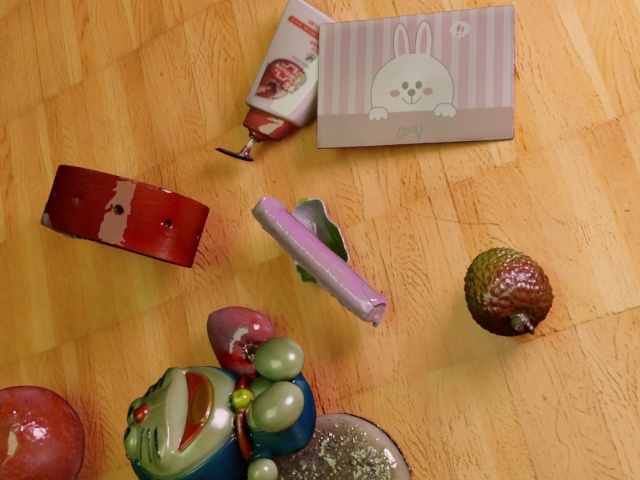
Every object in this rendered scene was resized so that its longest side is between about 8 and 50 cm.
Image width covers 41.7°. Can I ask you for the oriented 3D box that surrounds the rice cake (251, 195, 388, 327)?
[{"bbox_3d":[-0.004,0.027,1.246,0.270,0.049,0.055,44,103,25],"label":"rice cake"}]

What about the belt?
[{"bbox_3d":[-0.327,-0.038,1.384,0.324,0.227,0.115,12,82,43],"label":"belt"}]

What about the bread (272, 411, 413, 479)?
[{"bbox_3d":[0.013,0.380,1.208,0.267,0.040,0.267,-7,75,28],"label":"bread"}]

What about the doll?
[{"bbox_3d":[-0.144,0.270,1.203,0.322,0.186,0.198,-15,44,21],"label":"doll"}]

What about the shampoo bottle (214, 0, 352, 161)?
[{"bbox_3d":[-0.064,-0.244,1.367,0.153,0.071,0.284,38,97,26],"label":"shampoo bottle"}]

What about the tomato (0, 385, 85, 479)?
[{"bbox_3d":[-0.497,0.348,1.415,0.208,0.184,0.208,-10,69,26],"label":"tomato"}]

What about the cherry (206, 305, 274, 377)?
[{"bbox_3d":[-0.120,0.152,1.306,0.106,0.087,0.126,-48,43,19],"label":"cherry"}]

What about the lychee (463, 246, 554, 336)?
[{"bbox_3d":[0.245,0.071,1.104,0.114,0.114,0.146,-38,39,17],"label":"lychee"}]

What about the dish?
[{"bbox_3d":[0.000,0.000,1.299,0.091,0.039,0.137,-23,72,23],"label":"dish"}]

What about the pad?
[{"bbox_3d":[0.137,-0.241,1.254,0.300,0.005,0.202,0,86,19],"label":"pad"}]
